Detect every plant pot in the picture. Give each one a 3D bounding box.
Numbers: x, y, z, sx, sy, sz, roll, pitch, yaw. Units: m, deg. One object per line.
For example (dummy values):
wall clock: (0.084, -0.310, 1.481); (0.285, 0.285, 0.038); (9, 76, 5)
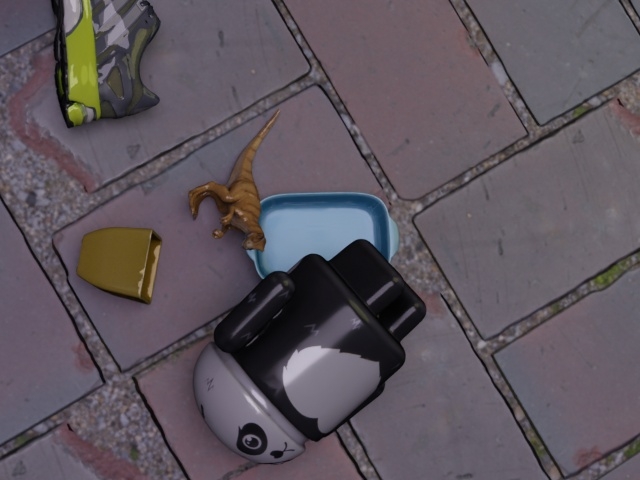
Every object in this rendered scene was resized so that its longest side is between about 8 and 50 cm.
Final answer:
plant pot: (-0.237, 0.025, 1.634); (0.083, 0.081, 0.081); (9, 82, 4)

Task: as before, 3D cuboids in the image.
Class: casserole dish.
casserole dish: (0.000, 0.000, 1.695); (0.188, 0.037, 0.114); (-1, 84, -9)

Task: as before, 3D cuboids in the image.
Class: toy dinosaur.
toy dinosaur: (-0.099, -0.057, 1.671); (0.112, 0.064, 0.211); (-4, 52, 0)

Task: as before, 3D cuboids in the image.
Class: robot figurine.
robot figurine: (-0.015, 0.130, 1.595); (0.278, 0.173, 0.209); (-41, 96, 0)

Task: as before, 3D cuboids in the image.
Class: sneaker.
sneaker: (-0.254, -0.282, 1.663); (0.121, 0.111, 0.300); (-1, 89, -20)
